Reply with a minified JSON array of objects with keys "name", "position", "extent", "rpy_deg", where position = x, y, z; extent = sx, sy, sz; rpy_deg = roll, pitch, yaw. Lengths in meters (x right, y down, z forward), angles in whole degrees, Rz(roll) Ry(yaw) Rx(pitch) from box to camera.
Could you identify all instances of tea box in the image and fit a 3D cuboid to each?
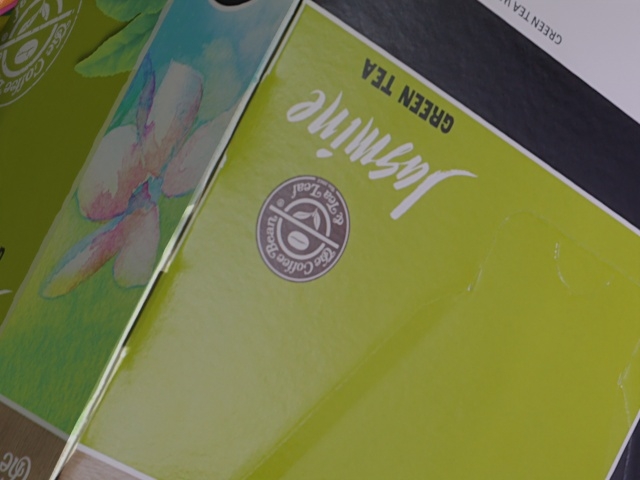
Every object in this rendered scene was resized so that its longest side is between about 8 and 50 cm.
[{"name":"tea box","position":[0.028,0.013,0.767],"extent":[0.329,0.220,0.323],"rpy_deg":[32,81,-35]}]

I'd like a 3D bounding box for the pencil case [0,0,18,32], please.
[{"name":"pencil case","position":[-0.209,-0.205,0.863],"extent":[0.104,0.104,0.236],"rpy_deg":[-33,101,2]}]
